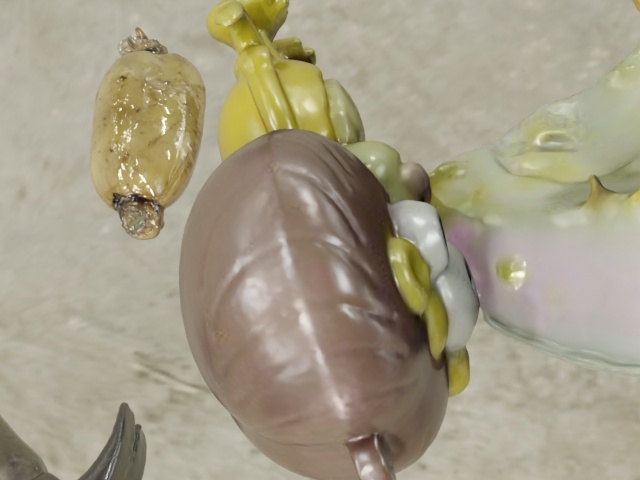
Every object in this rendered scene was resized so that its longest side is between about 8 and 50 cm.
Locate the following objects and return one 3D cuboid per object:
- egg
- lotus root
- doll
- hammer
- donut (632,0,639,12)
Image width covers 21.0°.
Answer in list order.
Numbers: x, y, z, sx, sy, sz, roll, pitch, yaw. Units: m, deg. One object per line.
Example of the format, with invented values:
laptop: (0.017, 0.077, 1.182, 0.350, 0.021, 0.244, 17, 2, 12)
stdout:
egg: (0.195, -0.060, 0.652, 0.162, 0.206, 0.271, 10, 107, -53)
lotus root: (-0.104, -0.071, 1.021, 0.063, 0.072, 0.152, 33, 39, -40)
doll: (-0.002, -0.005, 0.586, 0.096, 0.145, 0.188, -14, 81, 4)
hammer: (-0.279, 0.089, 1.208, 0.168, 0.440, 0.044, -34, 135, -19)
donut: (0.361, -0.319, 1.241, 0.449, 0.198, 0.448, -12, 107, -43)
